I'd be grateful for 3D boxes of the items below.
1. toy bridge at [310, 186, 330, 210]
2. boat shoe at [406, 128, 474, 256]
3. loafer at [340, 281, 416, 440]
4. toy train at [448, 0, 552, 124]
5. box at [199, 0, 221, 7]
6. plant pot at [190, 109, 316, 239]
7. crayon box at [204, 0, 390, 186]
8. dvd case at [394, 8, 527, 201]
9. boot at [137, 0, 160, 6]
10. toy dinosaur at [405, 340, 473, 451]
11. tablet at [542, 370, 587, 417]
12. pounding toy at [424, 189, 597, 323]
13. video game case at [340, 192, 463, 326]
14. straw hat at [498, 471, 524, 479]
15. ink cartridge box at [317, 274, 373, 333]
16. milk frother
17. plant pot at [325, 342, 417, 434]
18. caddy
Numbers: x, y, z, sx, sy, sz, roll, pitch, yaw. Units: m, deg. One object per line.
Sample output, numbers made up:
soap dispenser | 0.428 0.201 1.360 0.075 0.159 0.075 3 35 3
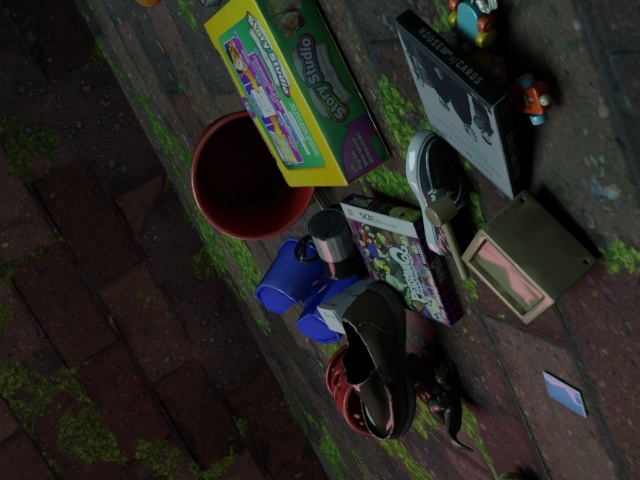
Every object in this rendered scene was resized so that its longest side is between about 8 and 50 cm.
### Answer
toy bridge | -0.022 -0.107 1.851 0.188 0.026 0.063 50 159 30
boat shoe | 0.188 -0.062 1.227 0.076 0.080 0.229 20 139 39
loafer | 0.095 0.256 1.639 0.134 0.130 0.366 27 134 49
toy train | 0.210 -0.214 0.936 0.166 0.046 0.125 61 163 -19
box | -0.217 -0.555 1.493 0.184 0.045 0.191 56 143 14
plant pot | -0.163 -0.164 1.802 0.275 0.275 0.243 65 173 -21
crayon box | -0.051 -0.278 1.489 0.363 0.106 0.313 62 163 -13
dvd case | 0.179 -0.161 1.030 0.179 0.029 0.239 50 179 30
boot | -0.367 -0.605 1.849 0.211 0.104 0.295 50 157 31
toy dinosaur | 0.241 0.313 1.717 0.313 0.121 0.160 41 168 37
tablet | 0.384 0.241 1.298 0.083 0.006 0.054 29 146 59
pounding toy | 0.243 0.002 1.109 0.206 0.094 0.181 47 166 12
video game case | 0.148 0.033 1.516 0.210 0.042 0.232 21 140 53
straw hat | 0.383 0.497 1.651 0.061 0.144 0.144 -79 -24 -50
ink cartridge box | 0.082 0.132 1.743 0.063 0.150 0.109 62 164 -9
milk frother | 0.000 0.000 1.725 0.135 0.143 0.129 69 -168 -45
plant pot | 0.111 0.339 1.970 0.174 0.191 0.191 41 157 60
caddy | -0.012 0.106 1.944 0.241 0.179 0.341 37 164 -3
